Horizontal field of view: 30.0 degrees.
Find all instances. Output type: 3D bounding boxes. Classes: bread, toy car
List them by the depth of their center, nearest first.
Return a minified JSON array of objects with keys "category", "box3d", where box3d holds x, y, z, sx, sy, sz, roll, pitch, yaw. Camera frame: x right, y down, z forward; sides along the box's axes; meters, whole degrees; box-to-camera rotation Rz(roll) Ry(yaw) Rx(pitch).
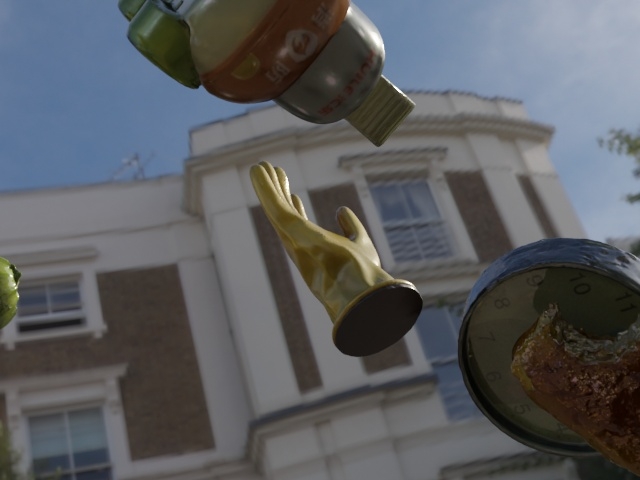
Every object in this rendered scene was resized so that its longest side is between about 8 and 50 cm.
[{"category":"toy car","box3d":[-0.018,-0.151,0.873,0.145,0.235,0.235,-50,-45,8]},{"category":"bread","box3d":[0.396,0.188,1.309,0.380,0.109,0.185,37,-65,1]}]

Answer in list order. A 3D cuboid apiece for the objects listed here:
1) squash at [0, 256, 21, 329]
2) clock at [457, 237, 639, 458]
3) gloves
[{"category":"squash","box3d":[-0.315,0.053,0.792,0.238,0.069,0.069,-12,-38,-6]},{"category":"clock","box3d":[0.298,0.133,1.422,0.280,0.055,0.281,9,-62,17]},{"category":"gloves","box3d":[0.000,-0.001,1.473,0.116,0.294,0.133,-34,-37,-2]}]
